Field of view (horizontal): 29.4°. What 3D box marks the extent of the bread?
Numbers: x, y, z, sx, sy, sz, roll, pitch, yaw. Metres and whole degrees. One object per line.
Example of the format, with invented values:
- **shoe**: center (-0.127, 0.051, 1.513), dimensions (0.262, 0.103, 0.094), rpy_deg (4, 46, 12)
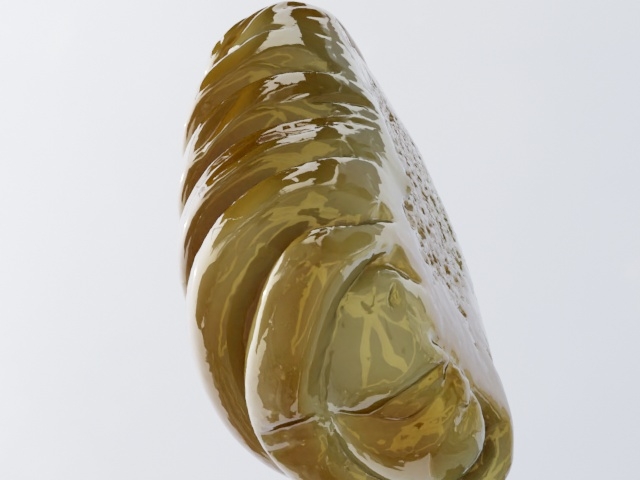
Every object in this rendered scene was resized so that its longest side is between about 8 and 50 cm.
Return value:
- **bread**: center (0.000, 0.000, 0.602), dimensions (0.121, 0.311, 0.173), rpy_deg (-28, -60, 11)
